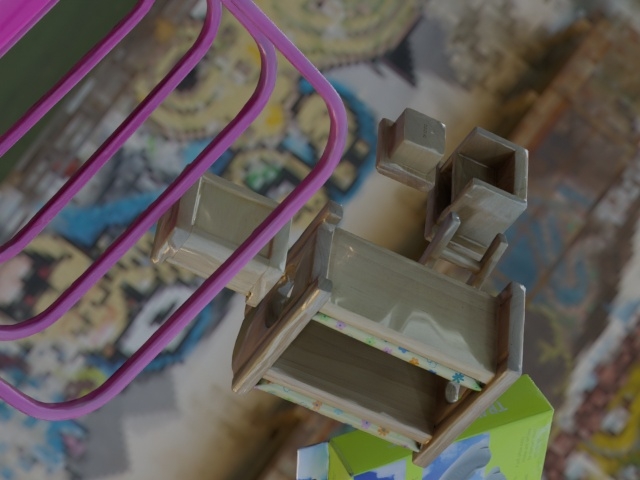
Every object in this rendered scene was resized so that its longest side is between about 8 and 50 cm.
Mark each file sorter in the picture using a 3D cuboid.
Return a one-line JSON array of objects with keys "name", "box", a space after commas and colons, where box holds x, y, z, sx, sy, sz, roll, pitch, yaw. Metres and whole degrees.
[{"name": "file sorter", "box": [-0.152, -0.087, 0.846, 0.202, 0.182, 0.291, -44, -141, 0]}]

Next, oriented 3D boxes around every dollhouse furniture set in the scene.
[{"name": "dollhouse furniture set", "box": [0.000, 0.000, 0.950, 0.101, 0.182, 0.161, -51, -158, 42]}]

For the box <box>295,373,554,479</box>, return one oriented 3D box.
[{"name": "box", "box": [0.070, 0.165, 1.314, 0.178, 0.042, 0.109, -16, 135, -20]}]
